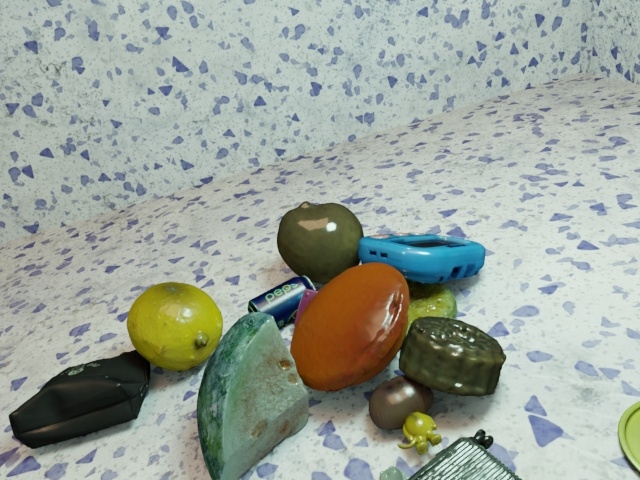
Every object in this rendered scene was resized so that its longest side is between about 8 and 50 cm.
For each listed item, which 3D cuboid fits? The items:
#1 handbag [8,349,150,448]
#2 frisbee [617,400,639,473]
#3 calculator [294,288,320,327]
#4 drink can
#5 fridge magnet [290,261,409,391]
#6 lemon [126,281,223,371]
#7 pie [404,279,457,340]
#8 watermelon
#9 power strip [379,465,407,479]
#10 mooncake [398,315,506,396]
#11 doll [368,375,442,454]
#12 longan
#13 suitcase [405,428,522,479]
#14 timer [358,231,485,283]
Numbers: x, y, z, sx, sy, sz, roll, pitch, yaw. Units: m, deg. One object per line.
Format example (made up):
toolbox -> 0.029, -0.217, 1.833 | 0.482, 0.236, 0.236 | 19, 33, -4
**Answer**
handbag -> -0.629, 0.403, 1.392 | 0.341, 0.152, 0.288 | -14, 16, -2
frisbee -> 0.671, 0.374, 0.905 | 0.235, 0.017, 0.236 | -12, 27, 6
calculator -> 0.017, 0.211, 1.436 | 0.190, 0.034, 0.127 | 9, 75, 27
drink can -> -0.114, 0.193, 1.532 | 0.204, 0.118, 0.118 | -28, 30, -21
fridge magnet -> 0.074, 0.212, 1.252 | 0.363, 0.155, 0.364 | -36, 28, 22
lemon -> -0.420, 0.244, 1.450 | 0.283, 0.261, 0.260 | -7, 28, 26
pie -> 0.248, 0.191, 1.403 | 0.276, 0.079, 0.277 | -8, 29, 5
watermelon -> -0.144, 0.366, 1.145 | 0.258, 0.388, 0.228 | 19, -11, -22
power strip -> 0.146, 0.470, 0.976 | 0.055, 0.035, 0.083 | -23, 26, -14
mooncake -> 0.295, 0.254, 1.129 | 0.228, 0.125, 0.228 | 11, 7, -1
doll -> 0.177, 0.375, 1.082 | 0.145, 0.096, 0.188 | -15, 37, 11
longan -> -0.003, 0.003, 1.655 | 0.297, 0.298, 0.297 | -12, 28, 6
suitcase -> 0.226, 0.474, 0.824 | 0.312, 0.128, 0.202 | -27, 30, -22
timer -> 0.298, 0.045, 1.494 | 0.339, 0.115, 0.308 | -4, 10, -40
